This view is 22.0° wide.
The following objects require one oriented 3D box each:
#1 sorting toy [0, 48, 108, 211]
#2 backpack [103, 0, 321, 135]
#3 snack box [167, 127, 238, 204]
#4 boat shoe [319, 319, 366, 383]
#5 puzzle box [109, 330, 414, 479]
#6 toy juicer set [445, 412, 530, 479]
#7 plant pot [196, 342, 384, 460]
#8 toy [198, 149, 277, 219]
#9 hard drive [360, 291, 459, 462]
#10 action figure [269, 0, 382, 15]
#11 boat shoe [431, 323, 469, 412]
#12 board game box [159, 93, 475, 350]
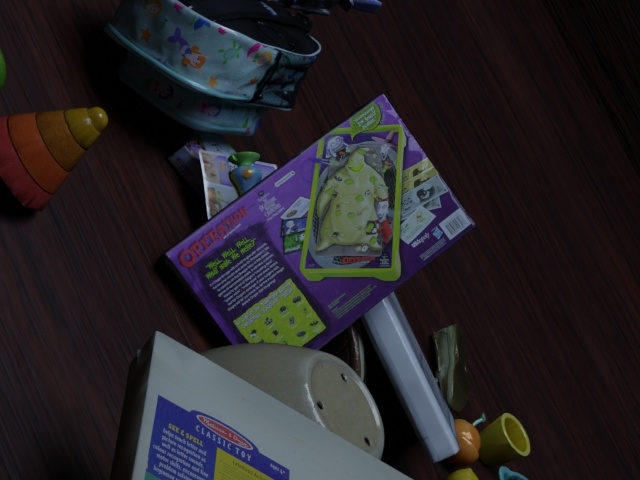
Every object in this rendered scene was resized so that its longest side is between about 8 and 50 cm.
[{"bbox_3d":[-0.340,-0.218,1.828,0.365,0.126,0.127,65,9,12],"label":"sorting toy"},{"bbox_3d":[-0.152,-0.252,2.113,0.225,0.191,0.253,37,13,23],"label":"backpack"},{"bbox_3d":[-0.132,-0.083,2.167,0.141,0.037,0.100,51,26,-14],"label":"snack box"},{"bbox_3d":[0.010,0.091,2.160,0.095,0.095,0.257,24,41,-57],"label":"boat shoe"},{"bbox_3d":[-0.014,0.271,1.579,0.409,0.052,0.272,32,25,-16],"label":"puzzle box"},{"bbox_3d":[0.264,0.381,2.273,0.209,0.089,0.329,21,44,-50],"label":"toy juicer set"},{"bbox_3d":[-0.043,0.223,1.814,0.284,0.191,0.284,40,31,-30],"label":"plant pot"},{"bbox_3d":[-0.077,-0.004,2.090,0.137,0.056,0.237,10,62,-43],"label":"toy"},{"bbox_3d":[0.087,0.109,2.188,0.233,0.047,0.353,-56,121,-85],"label":"hard drive"},{"bbox_3d":[-0.096,-0.376,2.404,0.341,0.178,0.330,15,49,-20],"label":"action figure"},{"bbox_3d":[0.185,0.190,2.409,0.056,0.048,0.153,50,31,-41],"label":"boat shoe"},{"bbox_3d":[0.000,0.000,2.030,0.208,0.347,0.056,56,-17,-10],"label":"board game box"}]
